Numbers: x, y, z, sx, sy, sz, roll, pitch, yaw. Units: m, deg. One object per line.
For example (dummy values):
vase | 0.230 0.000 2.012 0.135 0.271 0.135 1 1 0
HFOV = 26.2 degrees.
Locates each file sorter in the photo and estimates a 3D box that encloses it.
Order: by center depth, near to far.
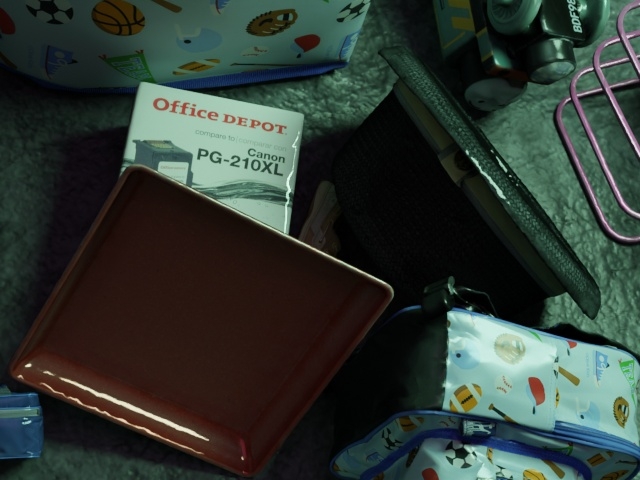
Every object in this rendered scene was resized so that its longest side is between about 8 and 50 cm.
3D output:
file sorter | 0.383 -0.144 1.405 0.182 0.291 0.202 -15 71 -15

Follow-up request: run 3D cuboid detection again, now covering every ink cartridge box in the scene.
ink cartridge box | -0.118 -0.020 1.340 0.172 0.100 0.237 10 66 -8

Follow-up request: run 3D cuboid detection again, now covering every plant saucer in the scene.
plant saucer | -0.109 0.070 1.222 0.259 0.258 0.048 26 29 -18

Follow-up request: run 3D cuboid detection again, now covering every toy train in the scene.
toy train | 0.192 -0.305 1.486 0.142 0.190 0.334 3 68 -33

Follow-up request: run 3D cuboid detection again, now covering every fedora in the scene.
fedora | 0.123 -0.025 1.347 0.152 0.334 0.334 -38 77 10

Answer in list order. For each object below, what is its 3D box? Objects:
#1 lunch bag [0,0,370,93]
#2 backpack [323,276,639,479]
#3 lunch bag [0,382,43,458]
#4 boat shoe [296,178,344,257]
lunch bag | -0.148 -0.303 1.331 0.385 0.328 0.239 -12 69 -14
backpack | 0.158 0.170 1.243 0.263 0.276 0.213 5 71 -18
lunch bag | -0.283 0.161 1.230 0.067 0.098 0.065 0 85 -15
boat shoe | 0.000 0.000 1.386 0.045 0.050 0.135 19 64 2
